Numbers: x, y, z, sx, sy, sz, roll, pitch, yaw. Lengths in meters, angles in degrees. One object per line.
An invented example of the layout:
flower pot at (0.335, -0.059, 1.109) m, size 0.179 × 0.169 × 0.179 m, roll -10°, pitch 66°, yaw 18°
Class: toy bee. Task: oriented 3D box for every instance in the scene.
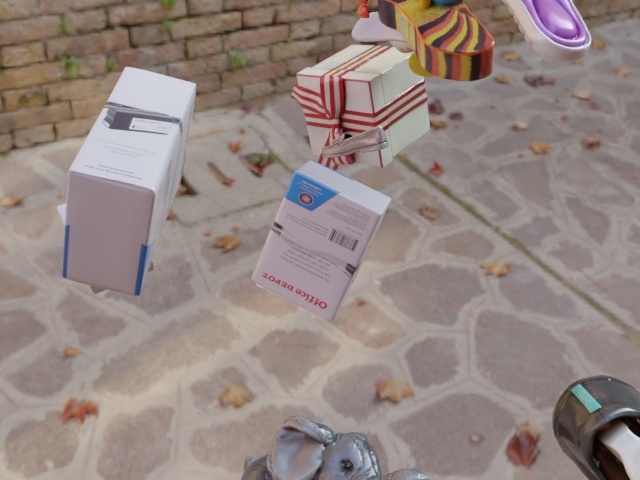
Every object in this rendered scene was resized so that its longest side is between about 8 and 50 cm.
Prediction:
toy bee at (0.141, -0.330, 1.172) m, size 0.162 × 0.195 × 0.298 m, roll -12°, pitch 31°, yaw 1°

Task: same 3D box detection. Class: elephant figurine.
elephant figurine at (0.010, 0.307, 1.045) m, size 0.186 × 0.239 × 0.169 m, roll 45°, pitch 12°, yaw 8°

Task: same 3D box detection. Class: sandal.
sandal at (0.189, -0.471, 1.793) m, size 0.265 × 0.076 × 0.102 m, roll 14°, pitch 73°, yaw 45°
sandal at (0.407, -0.515, 1.518) m, size 0.169 × 0.102 × 0.416 m, roll -11°, pitch 61°, yaw -25°

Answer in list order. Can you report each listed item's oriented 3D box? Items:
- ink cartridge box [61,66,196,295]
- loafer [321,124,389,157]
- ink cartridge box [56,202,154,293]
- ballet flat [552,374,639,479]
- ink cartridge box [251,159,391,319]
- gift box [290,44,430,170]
ink cartridge box at (-0.388, -0.131, 1.641) m, size 0.166 × 0.285 × 0.394 m, roll 14°, pitch 40°, yaw -6°
loafer at (0.054, -0.162, 1.302) m, size 0.125 × 0.039 × 0.045 m, roll -4°, pitch 18°, yaw 36°
ink cartridge box at (-0.507, -0.006, 1.882) m, size 0.154 × 0.093 × 0.212 m, roll -23°, pitch 74°, yaw -14°
ballet flat at (0.276, 0.215, 0.568) m, size 0.280 × 0.095 × 0.096 m, roll 44°, pitch 2°, yaw 5°
ink cartridge box at (0.000, 0.000, 1.250) m, size 0.148 × 0.203 × 0.086 m, roll 27°, pitch 25°, yaw 6°
gift box at (0.088, -0.325, 1.966) m, size 0.276 × 0.255 × 0.258 m, roll 9°, pitch 35°, yaw 40°
